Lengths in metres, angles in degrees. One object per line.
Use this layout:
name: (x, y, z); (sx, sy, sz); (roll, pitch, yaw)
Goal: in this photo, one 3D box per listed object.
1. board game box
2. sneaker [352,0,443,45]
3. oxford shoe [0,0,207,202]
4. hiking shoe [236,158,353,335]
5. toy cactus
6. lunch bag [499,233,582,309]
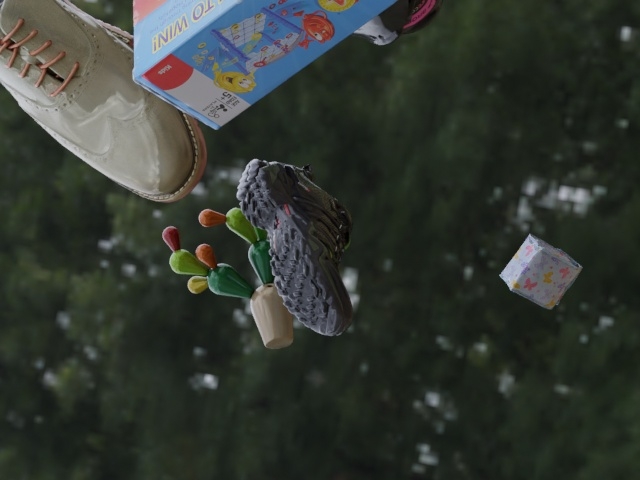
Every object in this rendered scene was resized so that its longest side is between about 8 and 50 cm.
board game box: (-0.010, -0.286, 1.302); (0.086, 0.308, 0.302); (31, -140, -37)
sneaker: (0.069, -0.348, 2.071); (0.185, 0.202, 0.483); (-55, -2, -3)
oxford shoe: (-0.283, -0.181, 1.765); (0.140, 0.397, 0.146); (-51, -11, 18)
hiking shoe: (0.000, 0.000, 1.909); (0.114, 0.227, 0.086); (-7, -31, -34)
toy cactus: (-0.070, 0.044, 2.060); (0.112, 0.219, 0.180); (120, 143, -58)
lunch bag: (0.280, 0.042, 2.198); (0.071, 0.083, 0.053); (-56, 28, 15)
